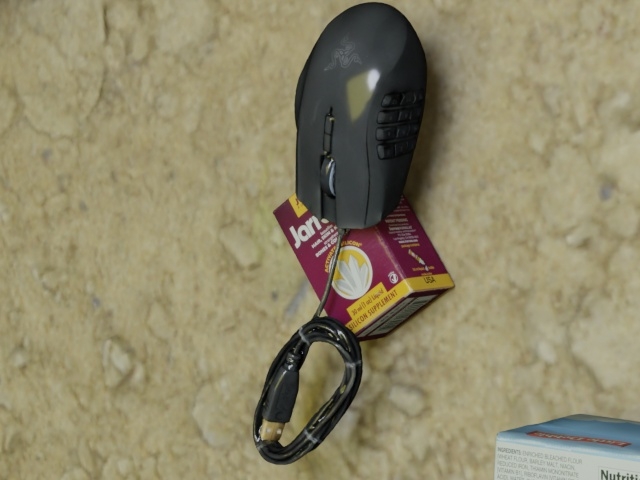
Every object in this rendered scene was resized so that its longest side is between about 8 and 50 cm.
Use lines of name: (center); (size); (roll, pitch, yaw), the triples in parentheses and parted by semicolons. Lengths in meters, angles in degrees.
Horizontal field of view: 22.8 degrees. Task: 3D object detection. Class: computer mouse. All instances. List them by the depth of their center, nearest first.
computer mouse: (0.000, 0.000, 0.792); (0.071, 0.041, 0.242); (18, 102, 32)

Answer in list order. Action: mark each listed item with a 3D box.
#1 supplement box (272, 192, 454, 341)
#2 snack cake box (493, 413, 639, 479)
supplement box: (0.022, 0.004, 0.829); (0.055, 0.043, 0.083); (-41, 69, 32)
snack cake box: (0.205, 0.165, 0.675); (0.264, 0.089, 0.152); (4, 94, 36)
